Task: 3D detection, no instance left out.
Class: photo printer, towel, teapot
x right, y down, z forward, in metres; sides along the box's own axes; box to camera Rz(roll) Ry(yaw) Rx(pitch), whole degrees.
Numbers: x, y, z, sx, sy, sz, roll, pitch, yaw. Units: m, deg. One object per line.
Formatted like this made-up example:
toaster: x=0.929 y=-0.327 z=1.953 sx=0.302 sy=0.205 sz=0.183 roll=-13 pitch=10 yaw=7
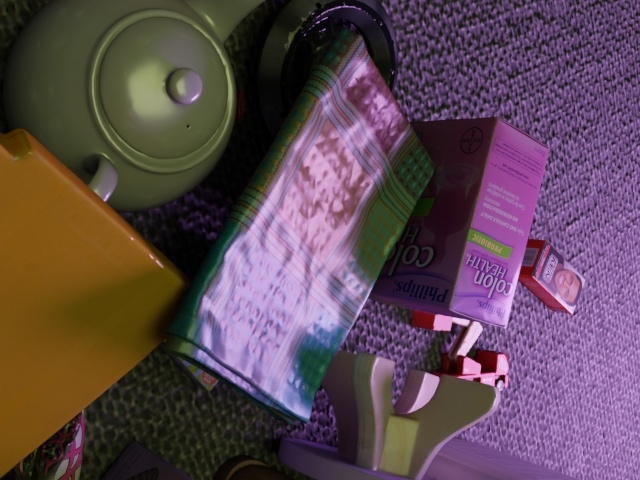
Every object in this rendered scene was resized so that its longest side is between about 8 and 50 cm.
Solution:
photo printer: x=0.255 y=0.359 z=1.095 sx=0.256 sy=0.307 sz=0.107 roll=19 pitch=83 yaw=-39
towel: x=0.000 y=0.000 z=0.848 sx=0.370 sy=0.040 sz=0.271 roll=-61 pitch=144 yaw=-14
teapot: x=-0.180 y=-0.140 z=0.783 sx=0.252 sy=0.187 sz=0.256 roll=-8 pitch=100 yaw=-37

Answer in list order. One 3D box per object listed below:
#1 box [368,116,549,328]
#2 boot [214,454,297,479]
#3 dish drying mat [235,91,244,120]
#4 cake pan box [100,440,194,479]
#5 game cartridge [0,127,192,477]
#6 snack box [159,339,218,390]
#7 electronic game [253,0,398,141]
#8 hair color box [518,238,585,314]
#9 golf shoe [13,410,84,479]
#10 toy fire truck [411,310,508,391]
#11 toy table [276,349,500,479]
box: x=0.156 y=-0.027 z=1.039 sx=0.117 sy=0.213 sz=0.243 roll=19 pitch=83 yaw=-38
boot: x=0.001 y=0.377 z=1.021 sx=0.305 sy=0.115 sz=0.112 roll=37 pitch=70 yaw=-36
dish drying mat: x=-0.110 y=-0.152 z=0.901 sx=0.008 sy=0.083 sz=0.032 roll=1 pitch=94 yaw=-36
cake pan box: x=-0.201 y=0.352 z=0.775 sx=0.267 sy=0.246 sz=0.070 roll=-52 pitch=122 yaw=-23
game cartridge: x=-0.298 y=0.081 z=0.672 sx=0.324 sy=0.052 sz=0.285 roll=-40 pitch=139 yaw=-2
snack box: x=-0.123 y=0.093 z=0.943 sx=0.141 sy=0.037 sz=0.100 roll=-49 pitch=120 yaw=-24
electronic game: x=0.012 y=-0.211 z=0.999 sx=0.229 sy=0.048 sz=0.229 roll=-18 pitch=119 yaw=-35
hair color box: x=0.391 y=0.062 z=1.340 sx=0.141 sy=0.043 sz=0.072 roll=37 pitch=71 yaw=-35
golf shoe: x=-0.285 y=0.235 z=0.822 sx=0.067 sy=0.086 sz=0.186 roll=8 pitch=72 yaw=3
toy fire truck: x=0.220 y=0.168 z=1.214 sx=0.192 sy=0.047 sz=0.135 roll=3 pitch=91 yaw=-39
toy table: x=0.089 y=0.234 z=0.984 sx=0.252 sy=0.274 sz=0.161 roll=41 pitch=62 yaw=-71
